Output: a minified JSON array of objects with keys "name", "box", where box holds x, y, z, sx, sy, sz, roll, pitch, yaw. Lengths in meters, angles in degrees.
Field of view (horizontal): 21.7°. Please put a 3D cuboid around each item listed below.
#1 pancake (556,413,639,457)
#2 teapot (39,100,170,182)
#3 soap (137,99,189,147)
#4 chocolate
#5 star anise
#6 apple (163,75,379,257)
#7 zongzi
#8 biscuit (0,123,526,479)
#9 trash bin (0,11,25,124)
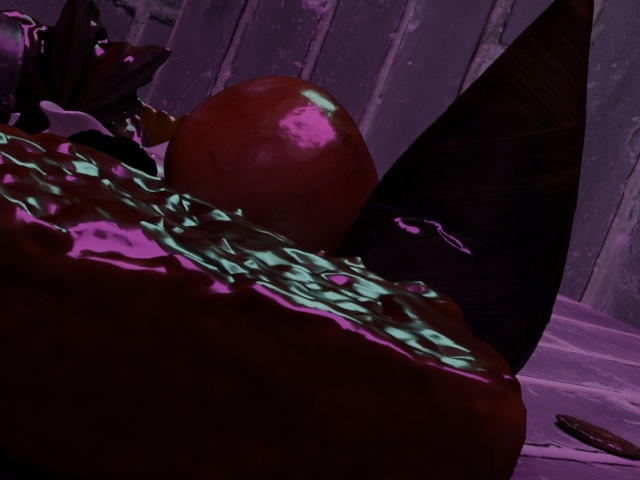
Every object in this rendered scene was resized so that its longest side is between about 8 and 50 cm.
[{"name":"pancake","box":[0.314,0.219,1.872,0.115,0.011,0.115,21,5,-2]},{"name":"teapot","box":[-0.232,-0.078,1.980,0.208,0.166,0.299,11,9,35]},{"name":"soap","box":[-0.127,-0.071,2.214,0.338,0.169,0.304,17,-3,-34]},{"name":"chocolate","box":[-0.220,-0.022,1.749,0.156,0.156,0.133,25,-21,30]},{"name":"star anise","box":[-0.300,-0.176,2.096,0.315,0.315,0.108,22,35,3]},{"name":"apple","box":[-0.058,-0.050,1.761,0.253,0.254,0.253,21,6,-2]},{"name":"zongzi","box":[0.163,-0.035,1.613,0.207,0.432,0.403,28,4,9]},{"name":"biscuit","box":[-0.087,0.062,1.064,0.395,0.166,0.342,22,4,-6]},{"name":"trash bin","box":[-0.520,-0.219,1.934,0.301,0.203,0.252,19,17,-28]}]
